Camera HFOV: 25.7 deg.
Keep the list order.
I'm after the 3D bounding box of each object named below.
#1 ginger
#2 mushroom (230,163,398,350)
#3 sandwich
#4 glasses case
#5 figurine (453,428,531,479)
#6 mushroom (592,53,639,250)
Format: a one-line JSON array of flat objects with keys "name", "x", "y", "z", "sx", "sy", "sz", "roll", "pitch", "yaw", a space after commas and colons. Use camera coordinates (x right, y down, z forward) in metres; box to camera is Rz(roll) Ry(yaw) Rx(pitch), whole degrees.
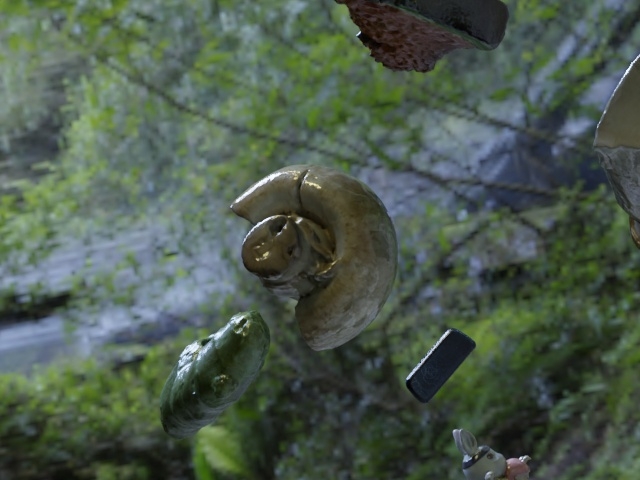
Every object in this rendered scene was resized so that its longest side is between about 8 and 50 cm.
[{"name": "ginger", "x": -0.143, "y": 0.172, "z": 1.813, "sx": 0.089, "sy": 0.137, "sz": 0.290, "roll": 40, "pitch": 155, "yaw": -3}, {"name": "mushroom", "x": 0.000, "y": 0.000, "z": 1.856, "sx": 0.253, "sy": 0.189, "sz": 0.195, "roll": 55, "pitch": -170, "yaw": 23}, {"name": "sandwich", "x": 0.133, "y": -0.355, "z": 2.042, "sx": 0.301, "sy": 0.250, "sz": 0.162, "roll": 151, "pitch": 138, "yaw": -76}, {"name": "glasses case", "x": 0.121, "y": 0.127, "z": 1.423, "sx": 0.033, "sy": 0.083, "sz": 0.023, "roll": 40, "pitch": 170, "yaw": 8}, {"name": "figurine", "x": 0.241, "y": 0.325, "z": 1.941, "sx": 0.081, "sy": 0.098, "sz": 0.146, "roll": -26, "pitch": 74, "yaw": 55}, {"name": "mushroom", "x": 0.440, "y": -0.095, "z": 1.798, "sx": 0.154, "sy": 0.138, "sz": 0.407, "roll": -63, "pitch": -29, "yaw": -21}]
